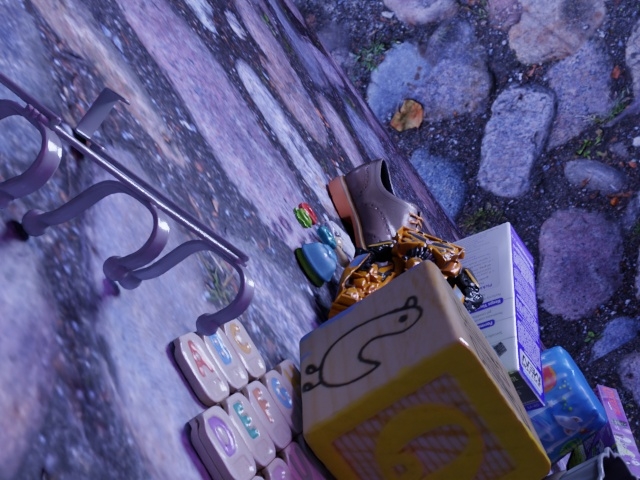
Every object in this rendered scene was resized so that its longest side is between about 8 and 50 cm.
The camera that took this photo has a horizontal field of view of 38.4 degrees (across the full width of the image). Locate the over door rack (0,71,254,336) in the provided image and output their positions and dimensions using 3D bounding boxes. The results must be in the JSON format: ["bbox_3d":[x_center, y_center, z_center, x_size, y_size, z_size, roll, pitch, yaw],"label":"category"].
[{"bbox_3d":[-0.210,-0.069,0.735,0.324,0.108,0.239,49,5,40],"label":"over door rack"}]

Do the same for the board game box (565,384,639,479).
[{"bbox_3d":[0.539,0.444,1.759,0.347,0.056,0.208,-64,165,-70],"label":"board game box"}]

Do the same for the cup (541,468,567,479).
[{"bbox_3d":[0.660,0.605,1.965,0.331,0.237,0.331,53,13,-18],"label":"cup"}]

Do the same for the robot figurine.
[{"bbox_3d":[0.129,0.068,1.345,0.211,0.085,0.291,21,31,13],"label":"robot figurine"}]

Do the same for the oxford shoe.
[{"bbox_3d":[0.140,-0.003,1.741,0.130,0.133,0.363,33,27,-61],"label":"oxford shoe"}]

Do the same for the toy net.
[{"bbox_3d":[0.000,0.000,1.435,0.122,0.045,0.232,56,11,3],"label":"toy net"}]

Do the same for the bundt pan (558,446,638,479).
[{"bbox_3d":[0.455,0.503,1.436,0.331,0.124,0.331,45,30,-35],"label":"bundt pan"}]

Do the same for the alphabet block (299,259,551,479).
[{"bbox_3d":[0.103,0.173,0.987,0.193,0.192,0.197,52,10,-20],"label":"alphabet block"}]

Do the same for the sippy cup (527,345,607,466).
[{"bbox_3d":[0.396,0.319,1.710,0.305,0.224,0.240,50,15,-31],"label":"sippy cup"}]

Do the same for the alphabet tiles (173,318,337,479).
[{"bbox_3d":[-0.036,0.199,0.878,0.278,0.021,0.284,58,13,5],"label":"alphabet tiles"}]

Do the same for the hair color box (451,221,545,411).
[{"bbox_3d":[0.263,0.142,1.548,0.110,0.185,0.339,51,31,-30],"label":"hair color box"}]
